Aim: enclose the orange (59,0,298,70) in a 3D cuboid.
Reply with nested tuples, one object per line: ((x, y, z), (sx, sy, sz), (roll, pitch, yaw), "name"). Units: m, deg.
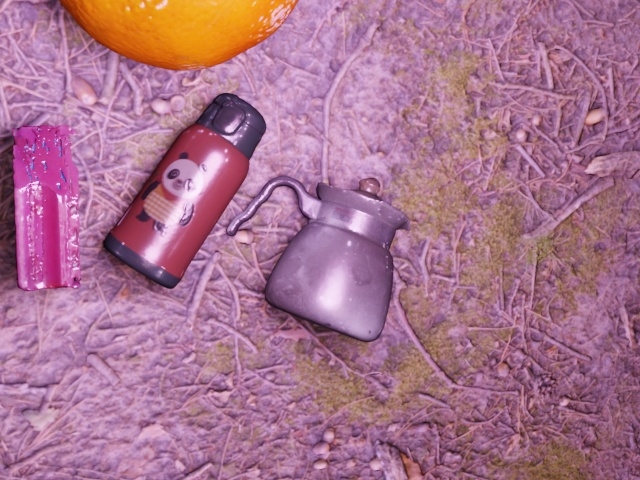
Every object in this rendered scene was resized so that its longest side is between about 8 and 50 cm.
((-0.209, -0.453, 1.260), (0.423, 0.326, 0.424), (2, 109, 6), "orange")

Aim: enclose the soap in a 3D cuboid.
((-0.431, -0.058, 1.376), (0.099, 0.162, 0.250), (-1, 99, -16), "soap")

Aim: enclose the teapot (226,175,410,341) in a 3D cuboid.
((0.013, 0.007, 1.584), (0.223, 0.305, 0.285), (33, 78, -61), "teapot")

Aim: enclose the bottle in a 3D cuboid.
((-0.217, -0.093, 1.470), (0.144, 0.144, 0.336), (35, 84, -25), "bottle")
